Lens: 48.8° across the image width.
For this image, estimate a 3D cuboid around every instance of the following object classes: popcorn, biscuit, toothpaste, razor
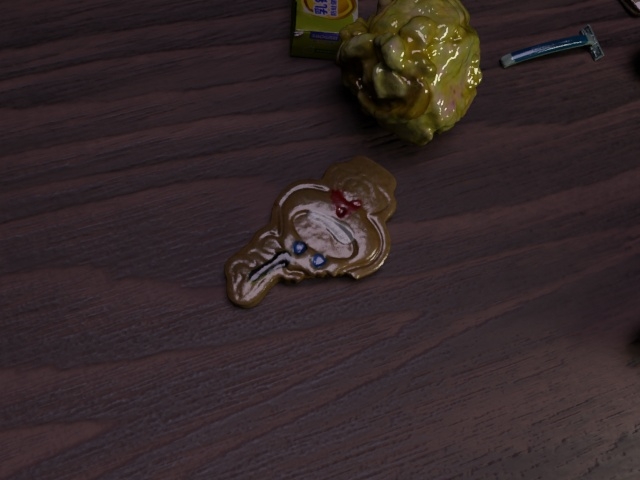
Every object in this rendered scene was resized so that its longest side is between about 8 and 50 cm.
[{"bbox_3d":[0.132,-0.275,1.092,0.259,0.259,0.212,-45,45,-20],"label":"popcorn"},{"bbox_3d":[-0.008,-0.006,1.069,0.320,0.047,0.183,-27,72,-15],"label":"biscuit"},{"bbox_3d":[0.006,-0.469,1.227,0.110,0.077,0.327,4,69,-8],"label":"toothpaste"},{"bbox_3d":[0.410,-0.340,1.249,0.191,0.037,0.068,-14,73,-12],"label":"razor"}]

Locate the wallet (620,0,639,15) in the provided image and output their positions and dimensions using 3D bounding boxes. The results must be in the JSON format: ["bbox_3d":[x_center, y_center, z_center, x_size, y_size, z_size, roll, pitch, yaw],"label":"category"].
[{"bbox_3d":[0.630,-0.490,1.335,0.153,0.039,0.118,-23,72,-11],"label":"wallet"}]
